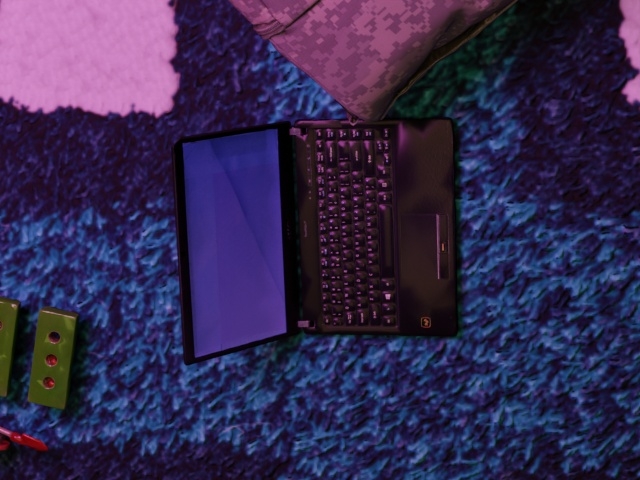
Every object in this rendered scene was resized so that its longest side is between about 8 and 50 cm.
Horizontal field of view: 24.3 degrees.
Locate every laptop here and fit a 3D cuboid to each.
[{"bbox_3d":[0.000,0.000,1.510,0.264,0.136,0.234,0,103,11],"label":"laptop"}]

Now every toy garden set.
[{"bbox_3d":[-0.395,0.153,1.672,0.244,0.049,0.204,11,103,8],"label":"toy garden set"}]

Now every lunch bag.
[{"bbox_3d":[0.067,-0.280,1.397,0.305,0.212,0.256,-37,110,19],"label":"lunch bag"}]
